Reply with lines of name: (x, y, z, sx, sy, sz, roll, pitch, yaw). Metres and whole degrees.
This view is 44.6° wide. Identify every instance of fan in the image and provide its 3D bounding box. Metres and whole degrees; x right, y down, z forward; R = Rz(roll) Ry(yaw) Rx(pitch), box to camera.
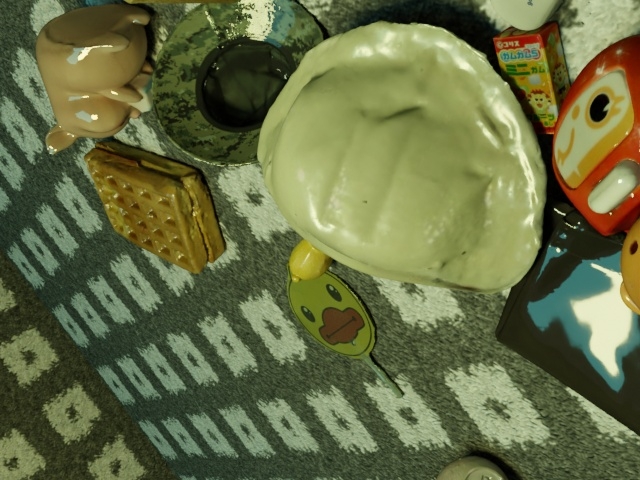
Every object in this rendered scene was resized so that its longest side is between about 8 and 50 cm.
fan: (0.045, 0.169, 1.480, 0.335, 0.011, 0.229, 48, 147, 3)

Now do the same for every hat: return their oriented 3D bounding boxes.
hat: (-0.106, -0.223, 1.147, 0.265, 0.265, 0.128, 44, -178, 10)

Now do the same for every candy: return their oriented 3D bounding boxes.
candy: (0.242, -0.179, 0.876, 0.062, 0.038, 0.122, 9, 129, 46)

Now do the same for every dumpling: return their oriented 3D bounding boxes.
dumpling: (0.101, -0.100, 0.949, 0.395, 0.233, 0.315, 37, 129, 14)

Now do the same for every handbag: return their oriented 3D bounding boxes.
handbag: (0.364, 0.093, 0.935, 0.285, 0.113, 0.257, 36, 139, 33)

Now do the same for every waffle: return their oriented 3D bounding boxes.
waffle: (-0.353, -0.077, 1.638, 0.328, 0.098, 0.224, 21, 135, 36)

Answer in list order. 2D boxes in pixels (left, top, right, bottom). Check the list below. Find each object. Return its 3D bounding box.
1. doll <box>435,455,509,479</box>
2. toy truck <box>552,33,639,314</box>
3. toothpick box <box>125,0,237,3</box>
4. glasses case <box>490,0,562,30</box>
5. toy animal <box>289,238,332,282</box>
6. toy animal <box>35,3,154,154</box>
doll: (0.251, 0.493, 1.444, 0.151, 0.151, 0.287, 43, 150, 11)
toy truck: (0.320, -0.053, 0.723, 0.265, 0.239, 0.189, 44, 146, 11)
toothpick box: (-0.124, -0.437, 0.908, 0.308, 0.190, 0.187, -28, 79, 50)
glasses case: (0.230, -0.292, 0.767, 0.076, 0.049, 0.197, 43, 147, 11)
toy animal: (0.000, 0.003, 1.315, 0.070, 0.083, 0.159, 37, 137, 6)
toy animal: (-0.395, -0.297, 1.404, 0.213, 0.195, 0.256, 12, 138, 10)
